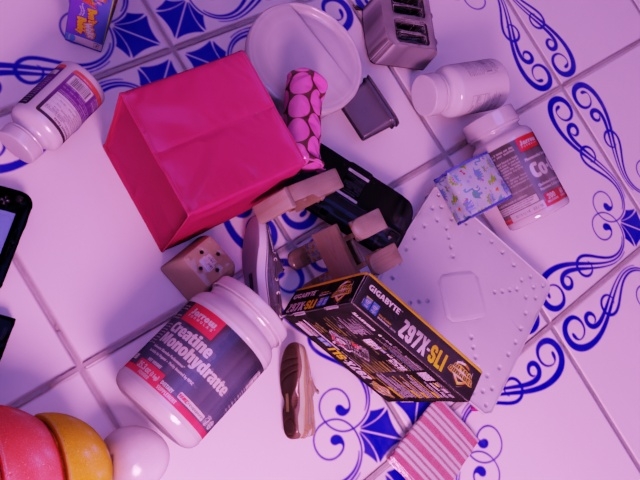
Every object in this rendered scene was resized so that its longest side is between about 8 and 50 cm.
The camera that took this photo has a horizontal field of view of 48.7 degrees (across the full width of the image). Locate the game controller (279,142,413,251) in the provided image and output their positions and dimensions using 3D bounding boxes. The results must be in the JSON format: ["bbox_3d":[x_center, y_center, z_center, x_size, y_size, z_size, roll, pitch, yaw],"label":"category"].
[{"bbox_3d":[0.058,-0.101,1.576,0.319,0.067,0.166,33,50,-4],"label":"game controller"}]

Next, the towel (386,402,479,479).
[{"bbox_3d":[0.244,0.449,1.524,0.144,0.029,0.197,49,59,-4],"label":"towel"}]

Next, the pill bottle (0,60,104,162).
[{"bbox_3d":[-0.512,-0.240,1.341,0.108,0.108,0.193,39,62,-9],"label":"pill bottle"}]

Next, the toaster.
[{"bbox_3d":[0.192,-0.525,1.753,0.186,0.110,0.168,1,73,-24],"label":"toaster"}]

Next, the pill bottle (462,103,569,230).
[{"bbox_3d":[0.477,-0.182,1.748,0.161,0.161,0.283,-25,86,-29],"label":"pill bottle"}]

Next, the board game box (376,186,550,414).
[{"bbox_3d":[0.315,0.134,1.640,0.390,0.050,0.390,40,62,-9],"label":"board game box"}]

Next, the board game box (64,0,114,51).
[{"bbox_3d":[-0.419,-0.591,1.421,0.078,0.233,0.347,17,68,-19],"label":"board game box"}]

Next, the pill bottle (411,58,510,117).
[{"bbox_3d":[0.347,-0.376,1.766,0.229,0.131,0.131,-15,81,-28],"label":"pill bottle"}]

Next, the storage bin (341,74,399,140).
[{"bbox_3d":[0.108,-0.303,1.664,0.091,0.098,0.135,-32,90,-1],"label":"storage bin"}]

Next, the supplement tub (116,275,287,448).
[{"bbox_3d":[-0.211,0.216,1.278,0.191,0.191,0.272,46,67,-6],"label":"supplement tub"}]

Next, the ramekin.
[{"bbox_3d":[-0.053,-0.383,1.586,0.273,0.127,0.272,7,72,-22],"label":"ramekin"}]

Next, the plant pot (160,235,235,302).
[{"bbox_3d":[-0.230,0.052,1.387,0.109,0.096,0.109,50,60,-3],"label":"plant pot"}]

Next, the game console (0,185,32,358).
[{"bbox_3d":[-0.624,0.063,1.233,0.213,0.044,0.361,20,66,-19],"label":"game console"}]

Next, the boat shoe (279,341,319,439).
[{"bbox_3d":[-0.037,0.301,1.425,0.072,0.068,0.190,6,81,-36],"label":"boat shoe"}]

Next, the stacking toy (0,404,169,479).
[{"bbox_3d":[-0.449,0.384,1.103,0.480,0.351,0.350,2,73,-41],"label":"stacking toy"}]

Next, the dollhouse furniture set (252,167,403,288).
[{"bbox_3d":[0.000,0.000,1.414,0.161,0.212,0.242,-26,91,-44],"label":"dollhouse furniture set"}]

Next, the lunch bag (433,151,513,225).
[{"bbox_3d":[0.363,-0.126,1.659,0.151,0.096,0.129,-28,87,-19],"label":"lunch bag"}]

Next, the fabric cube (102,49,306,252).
[{"bbox_3d":[-0.233,-0.168,1.366,0.258,0.254,0.259,-28,88,-27],"label":"fabric cube"}]

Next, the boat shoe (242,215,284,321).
[{"bbox_3d":[-0.108,0.064,1.453,0.076,0.080,0.228,5,72,-34],"label":"boat shoe"}]

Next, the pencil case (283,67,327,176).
[{"bbox_3d":[-0.029,-0.241,1.435,0.098,0.095,0.209,12,73,-28],"label":"pencil case"}]

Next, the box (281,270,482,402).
[{"bbox_3d":[0.116,0.201,1.383,0.322,0.257,0.079,41,63,-18],"label":"box"}]
